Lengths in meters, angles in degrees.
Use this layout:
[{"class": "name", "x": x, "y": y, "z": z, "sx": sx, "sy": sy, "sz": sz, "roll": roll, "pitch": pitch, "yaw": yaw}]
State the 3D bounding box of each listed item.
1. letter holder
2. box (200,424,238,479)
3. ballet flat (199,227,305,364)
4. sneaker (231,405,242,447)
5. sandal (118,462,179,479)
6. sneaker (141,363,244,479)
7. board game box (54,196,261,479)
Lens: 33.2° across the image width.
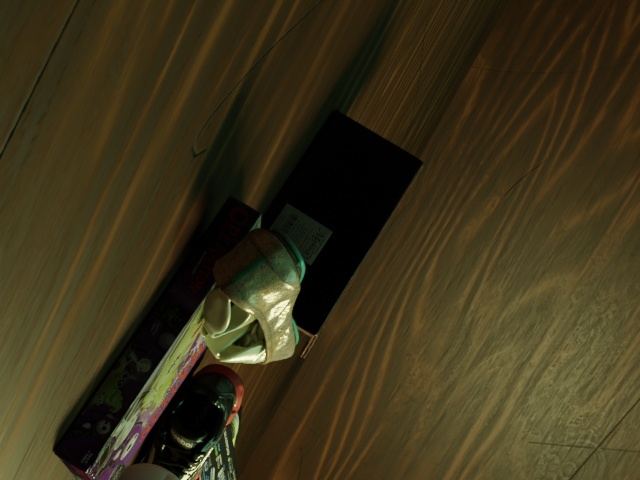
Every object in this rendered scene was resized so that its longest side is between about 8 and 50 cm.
[{"class": "letter holder", "x": 0.000, "y": 0.000, "z": 1.591, "sx": 0.302, "sy": 0.152, "sz": 0.214, "roll": -57, "pitch": 175, "yaw": -16}, {"class": "box", "x": -0.234, "y": 0.509, "z": 1.904, "sx": 0.293, "sy": 0.073, "sz": 0.295, "roll": -48, "pitch": 138, "yaw": -55}, {"class": "ballet flat", "x": -0.086, "y": 0.081, "z": 1.219, "sx": 0.106, "sy": 0.107, "sz": 0.316, "roll": -36, "pitch": 161, "yaw": -18}, {"class": "sneaker", "x": -0.202, "y": 0.412, "z": 2.193, "sx": 0.097, "sy": 0.084, "sz": 0.235, "roll": -54, "pitch": 172, "yaw": -49}, {"class": "sandal", "x": -0.273, "y": 0.392, "z": 1.544, "sx": 0.265, "sy": 0.102, "sz": 0.076, "roll": -53, "pitch": 179, "yaw": 31}, {"class": "sneaker", "x": -0.213, "y": 0.315, "z": 1.615, "sx": 0.276, "sy": 0.097, "sz": 0.135, "roll": -62, "pitch": 174, "yaw": 1}, {"class": "board game box", "x": -0.180, "y": 0.130, "z": 1.261, "sx": 0.347, "sy": 0.056, "sz": 0.208, "roll": -57, "pitch": 177, "yaw": -20}]
